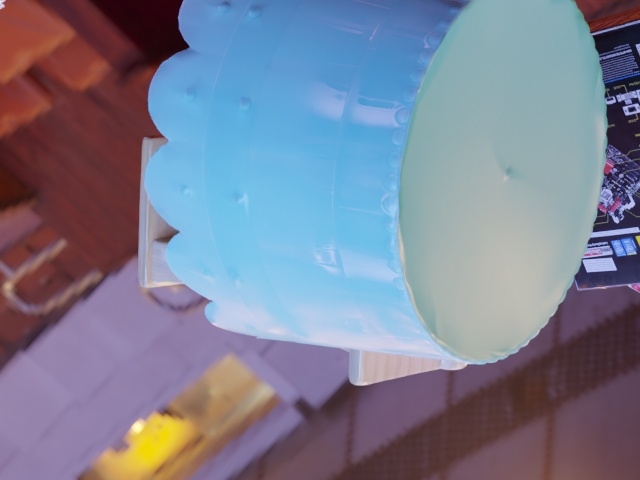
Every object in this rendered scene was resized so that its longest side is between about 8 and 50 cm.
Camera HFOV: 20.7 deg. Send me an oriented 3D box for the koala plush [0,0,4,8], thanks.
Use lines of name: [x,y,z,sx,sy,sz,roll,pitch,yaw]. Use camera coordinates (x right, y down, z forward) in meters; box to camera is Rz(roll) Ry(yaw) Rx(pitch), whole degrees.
koala plush: [-0.295,-0.280,1.393,0.221,0.196,0.203,-47,-135,24]

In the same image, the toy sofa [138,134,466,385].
toy sofa: [0.000,0.000,1.560,0.177,0.150,0.362,-8,-162,-35]

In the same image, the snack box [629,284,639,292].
snack box: [0.401,-0.007,2.072,0.141,0.100,0.037,-60,-179,10]

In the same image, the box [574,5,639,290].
box: [0.323,-0.092,1.655,0.079,0.257,0.322,-32,-169,-32]

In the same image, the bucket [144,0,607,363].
bucket: [0.045,-0.056,1.103,0.183,0.281,0.281,12,-124,36]
